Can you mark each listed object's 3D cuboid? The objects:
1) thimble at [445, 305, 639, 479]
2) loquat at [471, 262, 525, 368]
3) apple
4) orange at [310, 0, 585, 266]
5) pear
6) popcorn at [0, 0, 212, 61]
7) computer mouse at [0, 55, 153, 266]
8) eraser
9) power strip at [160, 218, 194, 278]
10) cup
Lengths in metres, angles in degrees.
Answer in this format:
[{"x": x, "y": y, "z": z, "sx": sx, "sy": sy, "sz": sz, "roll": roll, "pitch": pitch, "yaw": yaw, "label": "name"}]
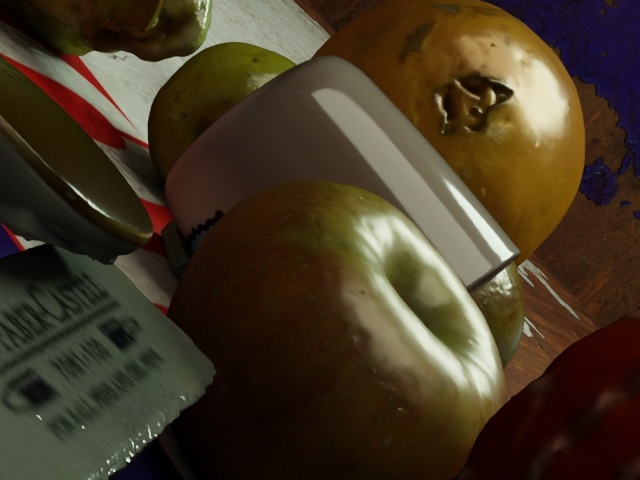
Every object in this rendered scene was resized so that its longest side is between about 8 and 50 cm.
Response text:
[{"x": 0.223, "y": 0.216, "z": 0.883, "sx": 0.350, "sy": 0.350, "sz": 0.230, "roll": 37, "pitch": 8, "yaw": -39, "label": "thimble"}, {"x": 0.077, "y": 0.037, "z": 1.449, "sx": 0.179, "sy": 0.179, "sz": 0.227, "roll": 38, "pitch": 16, "yaw": -35, "label": "loquat"}, {"x": 0.000, "y": 0.078, "z": 0.998, "sx": 0.210, "sy": 0.173, "sz": 0.235, "roll": 48, "pitch": 19, "yaw": -7, "label": "apple"}, {"x": 0.117, "y": -0.099, "z": 1.768, "sx": 0.312, "sy": 0.312, "sz": 0.312, "roll": 43, "pitch": 10, "yaw": -10, "label": "orange"}, {"x": -0.067, "y": -0.089, "z": 1.425, "sx": 0.149, "sy": 0.149, "sz": 0.162, "roll": 47, "pitch": 17, "yaw": 9, "label": "pear"}, {"x": -0.198, "y": -0.246, "z": 1.455, "sx": 0.266, "sy": 0.192, "sz": 0.233, "roll": 48, "pitch": -20, "yaw": 31, "label": "popcorn"}, {"x": -0.212, "y": -0.085, "z": 0.823, "sx": 0.310, "sy": 0.072, "sz": 0.158, "roll": 29, "pitch": -1, "yaw": 17, "label": "computer mouse"}, {"x": -0.136, "y": 0.074, "z": 0.722, "sx": 0.111, "sy": 0.077, "sz": 0.352, "roll": 46, "pitch": 11, "yaw": 2, "label": "eraser"}, {"x": -0.100, "y": 0.010, "z": 1.270, "sx": 0.027, "sy": 0.017, "sz": 0.083, "roll": 42, "pitch": 11, "yaw": -24, "label": "power strip"}, {"x": 0.000, "y": 0.000, "z": 1.264, "sx": 0.200, "sy": 0.191, "sz": 0.253, "roll": 52, "pitch": -22, "yaw": 7, "label": "cup"}]
